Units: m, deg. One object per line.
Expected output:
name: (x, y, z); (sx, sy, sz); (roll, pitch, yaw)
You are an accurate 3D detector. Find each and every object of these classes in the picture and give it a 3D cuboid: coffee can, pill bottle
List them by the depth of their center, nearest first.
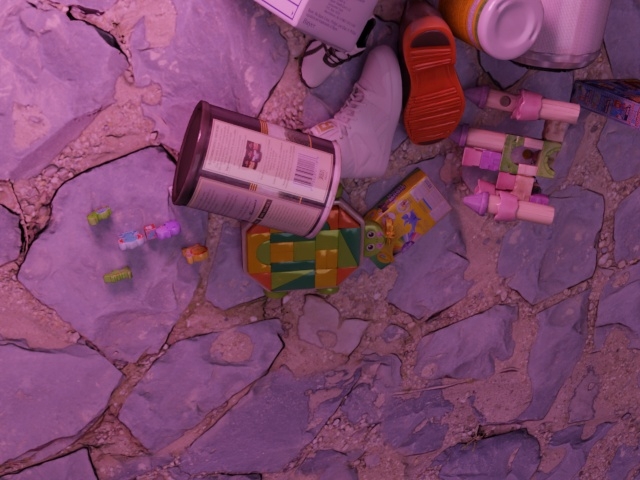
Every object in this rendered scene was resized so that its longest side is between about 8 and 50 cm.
coffee can: (-0.124, -0.131, 1.589); (0.275, 0.201, 0.202); (15, 112, -18)
pill bottle: (0.307, -0.449, 1.613); (0.136, 0.246, 0.136); (-12, 123, -19)

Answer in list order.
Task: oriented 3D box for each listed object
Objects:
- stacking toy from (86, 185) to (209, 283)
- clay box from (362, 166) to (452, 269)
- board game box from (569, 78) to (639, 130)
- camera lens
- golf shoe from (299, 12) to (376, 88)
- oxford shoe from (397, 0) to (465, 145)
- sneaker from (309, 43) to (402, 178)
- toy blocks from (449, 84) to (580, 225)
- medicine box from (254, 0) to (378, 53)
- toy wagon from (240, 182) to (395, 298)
stacking toy: (-0.347, -0.008, 1.684); (0.221, 0.052, 0.167); (-18, 124, -15)
clay box: (0.182, -0.047, 1.913); (0.222, 0.053, 0.127); (-41, 125, 4)
board game box: (0.718, -0.316, 1.923); (0.194, 0.194, 0.060); (-6, 121, -22)
camera lens: (0.475, -0.493, 1.684); (0.219, 0.219, 0.274); (-9, 122, -21)
golf shoe: (0.033, -0.375, 1.623); (0.077, 0.094, 0.198); (26, 106, -36)
oxford shoe: (0.222, -0.342, 1.716); (0.129, 0.133, 0.364); (-11, 145, -1)
sneaker: (0.065, -0.251, 1.703); (0.169, 0.108, 0.293); (-10, 123, -24)
toy blocks: (0.396, -0.202, 1.856); (0.260, 0.309, 0.289); (11, 104, 5)
medicine box: (-0.004, -0.511, 1.401); (0.149, 0.263, 0.289); (12, 114, -47)
toy wagon: (0.000, 0.000, 1.815); (0.344, 0.068, 0.267); (-3, 121, -8)
